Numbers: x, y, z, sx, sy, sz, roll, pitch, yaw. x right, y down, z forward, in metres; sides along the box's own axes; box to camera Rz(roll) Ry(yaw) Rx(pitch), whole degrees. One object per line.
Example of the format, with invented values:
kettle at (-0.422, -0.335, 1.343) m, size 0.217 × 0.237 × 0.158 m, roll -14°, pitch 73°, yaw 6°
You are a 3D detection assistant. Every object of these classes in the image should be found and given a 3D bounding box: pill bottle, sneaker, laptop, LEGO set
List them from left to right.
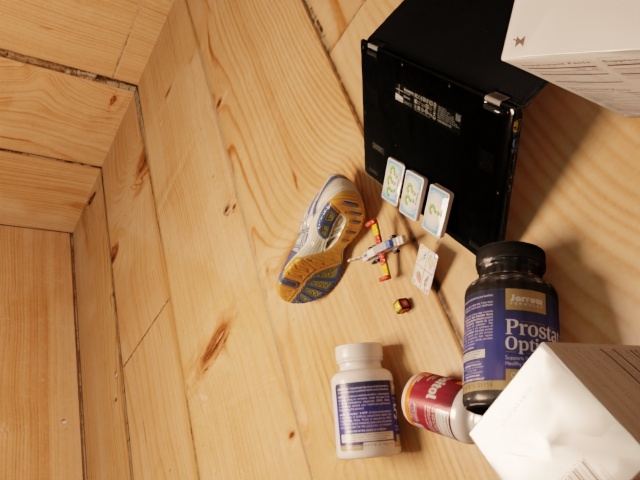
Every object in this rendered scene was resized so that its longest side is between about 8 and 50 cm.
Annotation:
sneaker at (0.000, 0.000, 1.207) m, size 0.297 × 0.111 × 0.131 m, roll -57°, pitch 25°, yaw 28°
pill bottle at (0.075, 0.275, 1.016) m, size 0.112 × 0.111 × 0.187 m, roll -26°, pitch 63°, yaw 49°
LEGO set at (0.130, 0.000, 1.009) m, size 0.182 × 0.060 × 0.245 m, roll 44°, pitch 132°, yaw 51°
pill bottle at (0.200, 0.249, 0.869) m, size 0.152 × 0.086 × 0.086 m, roll 0°, pitch 83°, yaw 54°
laptop at (0.260, -0.245, 0.945) m, size 0.382 × 0.236 × 0.408 m, roll 47°, pitch 149°, yaw 48°
pill bottle at (0.252, 0.118, 0.777) m, size 0.122 × 0.122 × 0.219 m, roll -24°, pitch 52°, yaw 50°

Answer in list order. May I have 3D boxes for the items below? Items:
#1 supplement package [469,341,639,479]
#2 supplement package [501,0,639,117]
supplement package at (0.303, 0.198, 0.597) m, size 0.139 × 0.243 × 0.134 m, roll -63°, pitch 39°, yaw 26°
supplement package at (0.361, -0.246, 0.590) m, size 0.198 × 0.262 × 0.200 m, roll 20°, pitch 100°, yaw 54°
